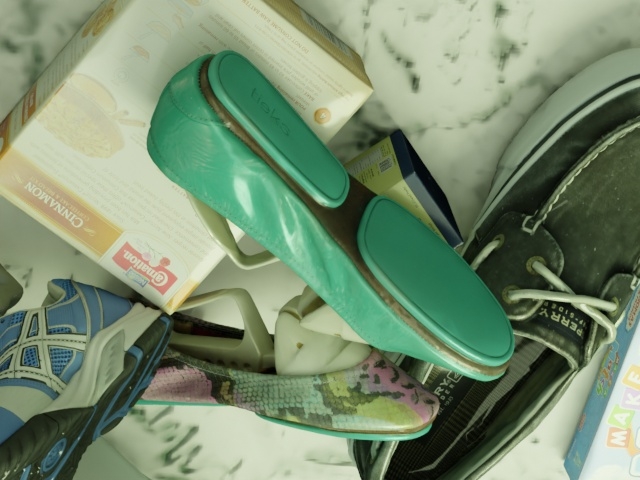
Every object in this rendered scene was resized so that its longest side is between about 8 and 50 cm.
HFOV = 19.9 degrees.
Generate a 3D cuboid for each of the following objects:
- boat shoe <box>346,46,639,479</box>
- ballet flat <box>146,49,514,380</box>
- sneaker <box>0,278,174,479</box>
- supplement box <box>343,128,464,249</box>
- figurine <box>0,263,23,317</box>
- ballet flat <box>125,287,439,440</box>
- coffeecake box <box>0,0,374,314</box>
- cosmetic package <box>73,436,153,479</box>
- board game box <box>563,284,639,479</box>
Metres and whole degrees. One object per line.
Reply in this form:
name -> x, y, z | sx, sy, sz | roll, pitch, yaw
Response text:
boat shoe -> 0.137, 0.041, 1.114 | 0.121, 0.119, 0.335 | 27, 108, -16
ballet flat -> 0.000, 0.000, 1.024 | 0.247, 0.083, 0.087 | 44, 126, -11
sneaker -> -0.165, 0.094, 1.019 | 0.081, 0.211, 0.080 | 29, 126, 10
supplement box -> 0.032, -0.012, 1.099 | 0.083, 0.083, 0.056 | -33, 110, 9
figurine -> -0.284, 0.101, 1.049 | 0.092, 0.215, 0.209 | 38, 110, 0
ballet flat -> -0.036, 0.068, 1.094 | 0.222, 0.077, 0.079 | 5, 108, 28
coffeecake box -> -0.085, -0.072, 1.068 | 0.142, 0.068, 0.185 | 37, 105, -20
cosmetic package -> -0.222, 0.302, 1.118 | 0.197, 0.155, 0.365 | 38, 101, 14
board game box -> 0.286, 0.109, 1.204 | 0.212, 0.039, 0.160 | 12, 112, -10
